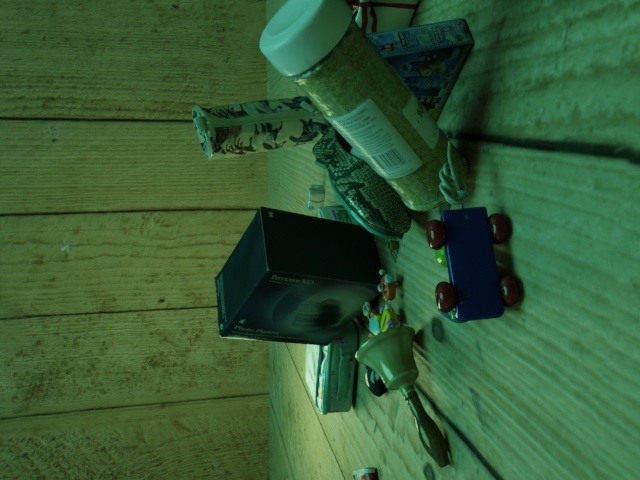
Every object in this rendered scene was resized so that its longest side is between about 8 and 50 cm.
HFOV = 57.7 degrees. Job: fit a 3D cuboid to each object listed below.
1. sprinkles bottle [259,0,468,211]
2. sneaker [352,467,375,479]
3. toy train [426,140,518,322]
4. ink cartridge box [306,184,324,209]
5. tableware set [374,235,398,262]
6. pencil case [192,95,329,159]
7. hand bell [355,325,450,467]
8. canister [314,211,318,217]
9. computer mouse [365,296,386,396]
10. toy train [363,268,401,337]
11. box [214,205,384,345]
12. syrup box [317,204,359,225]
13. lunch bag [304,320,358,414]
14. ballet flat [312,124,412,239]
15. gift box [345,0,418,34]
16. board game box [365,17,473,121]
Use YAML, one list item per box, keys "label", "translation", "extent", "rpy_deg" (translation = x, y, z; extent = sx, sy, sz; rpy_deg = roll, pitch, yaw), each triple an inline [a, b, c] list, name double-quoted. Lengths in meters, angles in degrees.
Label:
- label: "sprinkles bottle"
  translation: [0.073, -0.187, 0.822]
  extent: [0.121, 0.355, 0.121]
  rpy_deg: [-29, 39, 26]
- label: "sneaker"
  translation: [0.109, 0.603, 1.438]
  extent: [0.118, 0.042, 0.067]
  rpy_deg: [115, 153, -60]
- label: "toy train"
  translation: [0.200, -0.003, 0.843]
  extent: [0.143, 0.105, 0.248]
  rpy_deg: [84, 180, -75]
- label: "ink cartridge box"
  translation: [-0.015, -0.138, 1.856]
  extent: [0.083, 0.048, 0.028]
  rpy_deg: [100, 162, -44]
- label: "tableware set"
  translation: [0.138, -0.031, 1.250]
  extent: [0.154, 0.024, 0.104]
  rpy_deg: [-108, 21, -52]
- label: "pencil case"
  translation: [-0.173, -0.341, 1.709]
  extent: [0.183, 0.410, 0.160]
  rpy_deg: [132, 124, -66]
- label: "hand bell"
  translation: [0.167, 0.292, 1.052]
  extent: [0.126, 0.126, 0.242]
  rpy_deg: [104, 148, -51]
- label: "canister"
  translation: [0.000, 0.000, 1.760]
  extent: [0.170, 0.073, 0.126]
  rpy_deg: [117, 149, -62]
- label: "computer mouse"
  translation: [0.119, 0.238, 1.342]
  extent: [0.071, 0.041, 0.242]
  rpy_deg: [127, 140, -71]
- label: "toy train"
  translation: [0.140, 0.143, 1.232]
  extent: [0.166, 0.046, 0.125]
  rpy_deg: [113, 154, -55]
- label: "box"
  translation: [-0.057, 0.097, 1.357]
  extent: [0.294, 0.296, 0.183]
  rpy_deg: [-53, 38, 42]
- label: "syrup box"
  translation: [0.035, 0.027, 1.552]
  extent: [0.093, 0.096, 0.237]
  rpy_deg: [-109, 22, -48]
- label: "lunch bag"
  translation: [0.026, 0.325, 1.613]
  extent: [0.224, 0.107, 0.279]
  rpy_deg: [-126, 36, -68]
- label: "ballet flat"
  translation: [0.090, -0.175, 1.203]
  extent: [0.483, 0.164, 0.182]
  rpy_deg: [-116, 47, -64]
- label: "gift box"
  translation: [0.041, -0.507, 1.068]
  extent: [0.255, 0.276, 0.258]
  rpy_deg: [100, 162, -60]
- label: "board game box"
  translation: [0.115, -0.262, 0.932]
  extent: [0.194, 0.194, 0.060]
  rpy_deg: [109, 156, -56]
